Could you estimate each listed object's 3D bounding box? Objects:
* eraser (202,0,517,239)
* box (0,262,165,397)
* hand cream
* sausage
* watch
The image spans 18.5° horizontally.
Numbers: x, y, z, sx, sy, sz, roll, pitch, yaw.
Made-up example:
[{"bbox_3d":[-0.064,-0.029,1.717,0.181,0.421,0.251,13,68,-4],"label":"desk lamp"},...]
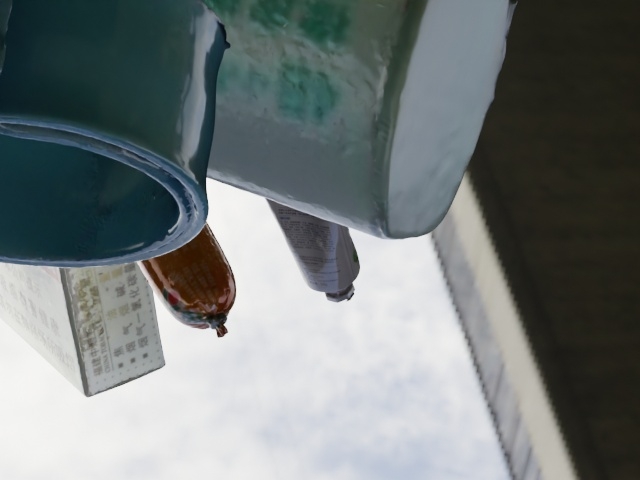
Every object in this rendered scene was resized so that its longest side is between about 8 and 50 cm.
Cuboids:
[{"bbox_3d":[-0.041,-0.127,1.129,0.290,0.189,0.104,19,-160,32],"label":"eraser"},{"bbox_3d":[-0.251,-0.047,1.832,0.095,0.330,0.210,-20,-150,-26],"label":"box"},{"bbox_3d":[0.000,0.000,1.806,0.084,0.142,0.053,7,-132,29],"label":"hand cream"},{"bbox_3d":[-0.141,-0.079,1.282,0.053,0.053,0.348,-15,-118,-30],"label":"sausage"},{"bbox_3d":[-0.131,-0.062,0.856,0.193,0.211,0.211,23,-157,-39],"label":"watch"}]
